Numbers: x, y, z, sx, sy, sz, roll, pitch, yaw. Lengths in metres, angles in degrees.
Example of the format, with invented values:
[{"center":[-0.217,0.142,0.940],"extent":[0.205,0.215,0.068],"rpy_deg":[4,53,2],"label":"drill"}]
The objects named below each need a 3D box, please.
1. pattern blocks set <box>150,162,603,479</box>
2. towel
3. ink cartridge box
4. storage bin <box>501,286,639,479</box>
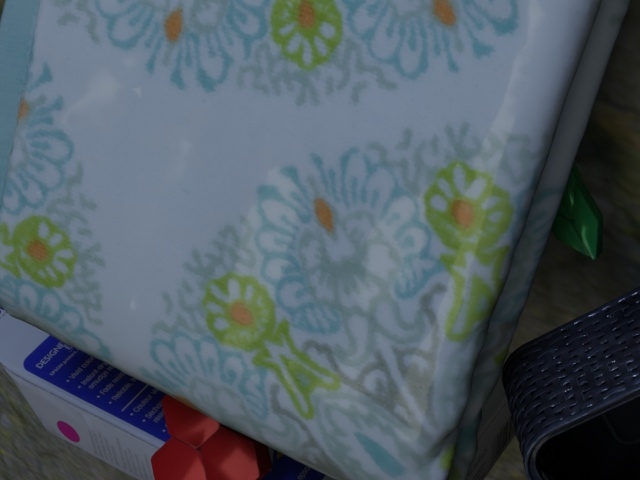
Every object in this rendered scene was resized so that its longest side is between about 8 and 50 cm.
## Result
[{"center":[0.000,0.000,0.792],"extent":[0.325,0.026,0.285],"rpy_deg":[-19,89,29],"label":"pattern blocks set"},{"center":[-0.026,-0.077,0.718],"extent":[0.320,0.090,0.374],"rpy_deg":[25,113,24],"label":"towel"},{"center":[-0.063,0.097,0.951],"extent":[0.371,0.176,0.069],"rpy_deg":[24,140,25],"label":"ink cartridge box"},{"center":[0.197,0.087,0.699],"extent":[0.180,0.084,0.122],"rpy_deg":[-28,114,13],"label":"storage bin"}]
